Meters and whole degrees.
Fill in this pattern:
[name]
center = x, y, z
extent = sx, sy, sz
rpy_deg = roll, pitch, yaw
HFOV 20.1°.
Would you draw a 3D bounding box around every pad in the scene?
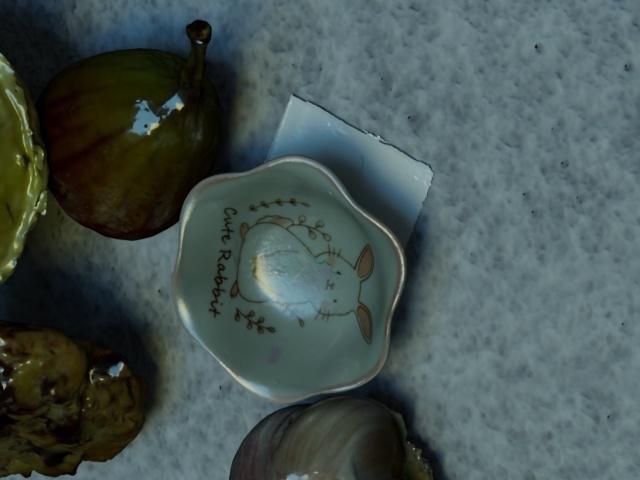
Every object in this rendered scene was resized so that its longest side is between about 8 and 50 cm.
[pad]
center = 0.000, 0.000, 1.623
extent = 0.156, 0.004, 0.232
rpy_deg = 29, 115, 18

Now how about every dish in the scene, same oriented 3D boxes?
[dish]
center = -0.019, 0.027, 1.594
extent = 0.229, 0.081, 0.229
rpy_deg = 6, 107, 22

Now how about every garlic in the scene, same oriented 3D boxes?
[garlic]
center = 0.014, 0.273, 1.586
extent = 0.207, 0.207, 0.257
rpy_deg = -15, 57, 30

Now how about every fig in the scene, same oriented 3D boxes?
[fig]
center = -0.148, -0.112, 1.570
extent = 0.170, 0.145, 0.274
rpy_deg = 56, 142, 5

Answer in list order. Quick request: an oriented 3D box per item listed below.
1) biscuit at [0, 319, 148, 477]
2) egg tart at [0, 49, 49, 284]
[biscuit]
center = -0.323, 0.163, 1.670
extent = 0.289, 0.334, 0.081
rpy_deg = -44, 43, 50
[egg tart]
center = -0.404, -0.057, 1.567
extent = 0.341, 0.132, 0.341
rpy_deg = 2, 105, 9
